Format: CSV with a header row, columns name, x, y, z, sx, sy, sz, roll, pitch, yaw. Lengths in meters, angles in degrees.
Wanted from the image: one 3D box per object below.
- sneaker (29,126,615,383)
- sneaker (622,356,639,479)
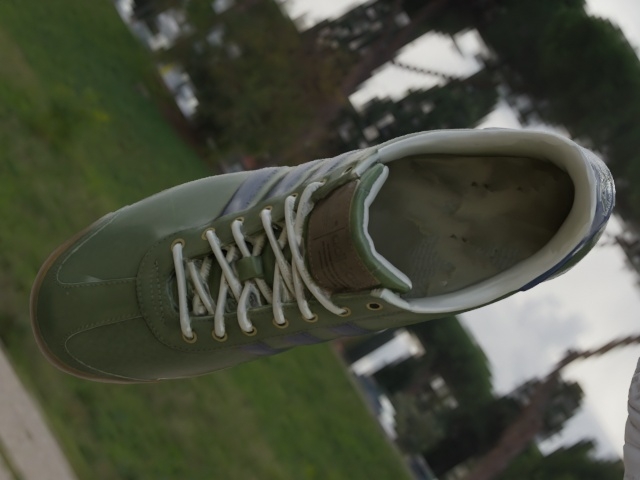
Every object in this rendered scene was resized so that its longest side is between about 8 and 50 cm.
name,x,y,z,sx,sy,sz,roll,pitch,yaw
sneaker,0.000,0.000,0.526,0.086,0.192,0.064,111,-33,-83
sneaker,0.229,0.043,0.702,0.153,0.269,0.101,37,-24,-28
